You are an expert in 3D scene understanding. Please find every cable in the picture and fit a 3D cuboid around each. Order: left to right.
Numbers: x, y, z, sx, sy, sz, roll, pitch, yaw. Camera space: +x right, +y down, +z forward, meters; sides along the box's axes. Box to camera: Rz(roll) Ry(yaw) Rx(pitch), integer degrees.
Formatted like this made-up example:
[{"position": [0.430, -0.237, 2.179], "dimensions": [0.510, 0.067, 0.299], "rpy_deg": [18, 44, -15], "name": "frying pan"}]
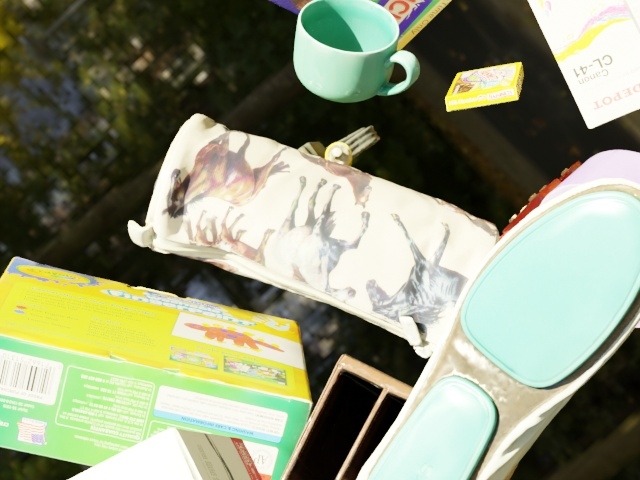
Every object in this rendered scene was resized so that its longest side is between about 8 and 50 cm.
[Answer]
[{"position": [0.008, -0.083, 1.799], "dimensions": [0.072, 0.139, 0.287], "rpy_deg": [50, -163, 7], "name": "cable"}]

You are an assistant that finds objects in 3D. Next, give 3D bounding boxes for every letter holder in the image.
[{"position": [0.098, 0.306, 1.788], "dimensions": [0.152, 0.214, 0.302], "rpy_deg": [24, 172, 33], "name": "letter holder"}]

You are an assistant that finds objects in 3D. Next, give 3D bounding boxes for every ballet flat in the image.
[{"position": [0.167, 0.113, 1.220], "dimensions": [0.139, 0.400, 0.139], "rpy_deg": [31, -164, -10], "name": "ballet flat"}]

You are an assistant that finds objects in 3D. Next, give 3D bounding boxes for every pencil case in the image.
[{"position": [0.000, 0.000, 1.580], "dimensions": [0.410, 0.183, 0.160], "rpy_deg": [20, 143, -4], "name": "pencil case"}]

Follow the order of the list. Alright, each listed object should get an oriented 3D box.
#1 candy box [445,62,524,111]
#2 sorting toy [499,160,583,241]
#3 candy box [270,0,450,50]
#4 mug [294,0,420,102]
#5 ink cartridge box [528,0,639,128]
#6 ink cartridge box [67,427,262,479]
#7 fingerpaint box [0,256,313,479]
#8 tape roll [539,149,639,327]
[{"position": [0.249, -0.232, 2.111], "dimensions": [0.206, 0.105, 0.027], "rpy_deg": [-59, -39, -71], "name": "candy box"}, {"position": [0.335, -0.002, 2.203], "dimensions": [0.089, 0.255, 0.257], "rpy_deg": [45, -147, 8], "name": "sorting toy"}, {"position": [0.071, -0.448, 2.155], "dimensions": [0.317, 0.268, 0.122], "rpy_deg": [19, -141, -40], "name": "candy box"}, {"position": [0.036, -0.228, 1.786], "dimensions": [0.097, 0.129, 0.157], "rpy_deg": [99, 150, -42], "name": "mug"}, {"position": [0.447, -0.355, 2.105], "dimensions": [0.306, 0.226, 0.131], "rpy_deg": [63, -153, -9], "name": "ink cartridge box"}, {"position": [-0.162, 0.268, 1.386], "dimensions": [0.100, 0.172, 0.237], "rpy_deg": [64, -174, 15], "name": "ink cartridge box"}, {"position": [-0.252, 0.189, 1.961], "dimensions": [0.445, 0.163, 0.371], "rpy_deg": [13, -168, -8], "name": "fingerpaint box"}, {"position": [0.340, -0.001, 1.572], "dimensions": [0.189, 0.080, 0.189], "rpy_deg": [33, 144, 29], "name": "tape roll"}]
